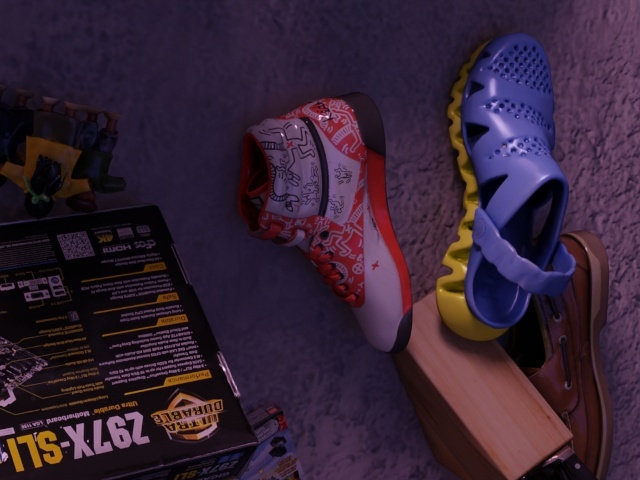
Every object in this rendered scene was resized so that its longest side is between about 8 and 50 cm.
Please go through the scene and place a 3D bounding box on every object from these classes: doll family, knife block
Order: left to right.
[{"bbox_3d":[-0.262,-0.073,1.168,0.193,0.076,0.111,15,94,-2],"label":"doll family"},{"bbox_3d":[0.197,0.201,1.419,0.088,0.242,0.275,-32,117,-19],"label":"knife block"}]

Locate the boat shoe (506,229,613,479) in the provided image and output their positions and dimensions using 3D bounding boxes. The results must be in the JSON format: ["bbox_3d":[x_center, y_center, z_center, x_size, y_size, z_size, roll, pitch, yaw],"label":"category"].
[{"bbox_3d":[0.251,0.143,1.523,0.104,0.111,0.307,-8,98,-24],"label":"boat shoe"}]

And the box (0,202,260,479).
[{"bbox_3d":[-0.245,0.107,1.136,0.322,0.257,0.079,-10,150,-30],"label":"box"}]

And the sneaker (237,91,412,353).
[{"bbox_3d":[-0.001,-0.001,1.341,0.145,0.090,0.270,-17,108,-24],"label":"sneaker"}]

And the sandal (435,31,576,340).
[{"bbox_3d":[0.204,-0.057,1.389,0.126,0.138,0.317,5,83,-29],"label":"sandal"}]

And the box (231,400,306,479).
[{"bbox_3d":[-0.088,0.236,1.392,0.137,0.027,0.094,-26,117,-21],"label":"box"}]
